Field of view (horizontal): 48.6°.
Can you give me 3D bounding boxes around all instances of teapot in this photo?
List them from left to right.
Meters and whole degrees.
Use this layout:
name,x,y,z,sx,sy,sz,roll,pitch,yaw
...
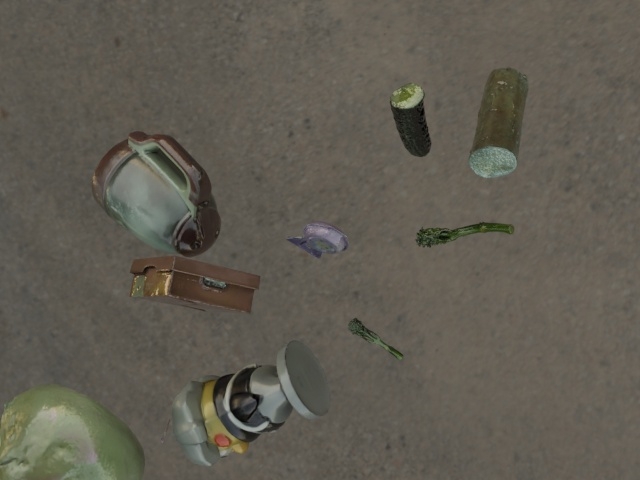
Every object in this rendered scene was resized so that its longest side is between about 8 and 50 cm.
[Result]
name,x,y,z,sx,sy,sz,roll,pitch,yaw
teapot,-0.372,-0.118,1.732,0.312,0.233,0.315,37,138,23

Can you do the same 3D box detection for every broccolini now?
name,x,y,z,sx,sy,sz,roll,pitch,yaw
broccolini,0.115,0.204,1.468,0.140,0.035,0.030,34,103,-19
broccolini,0.316,-0.016,1.558,0.239,0.051,0.054,-8,106,41

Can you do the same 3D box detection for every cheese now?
name,x,y,z,sx,sy,sz,roll,pitch,yaw
cheese,0.000,0.000,1.539,0.105,0.042,0.191,31,159,-14

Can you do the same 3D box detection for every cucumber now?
name,x,y,z,sx,sy,sz,roll,pitch,yaw
cucumber,0.160,-0.198,1.214,0.058,0.214,0.052,16,77,19

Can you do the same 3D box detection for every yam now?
name,x,y,z,sx,sy,sz,roll,pitch,yaw
yam,0.348,-0.234,1.369,0.093,0.259,0.093,12,143,9

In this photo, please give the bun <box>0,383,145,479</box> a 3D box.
name,x,y,z,sx,sy,sz,roll,pitch,yaw
bun,-0.458,0.394,1.254,0.283,0.179,0.283,15,136,14

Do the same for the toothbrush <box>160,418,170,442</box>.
name,x,y,z,sx,sy,sz,roll,pitch,yaw
toothbrush,-0.380,0.465,1.740,0.006,0.097,0.008,-34,105,9

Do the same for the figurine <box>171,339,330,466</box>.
name,x,y,z,sx,sy,sz,roll,pitch,yaw
figurine,-0.110,0.247,1.080,0.236,0.176,0.133,-27,78,18

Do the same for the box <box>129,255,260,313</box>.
name,x,y,z,sx,sy,sz,roll,pitch,yaw
box,-0.276,0.099,1.536,0.215,0.215,0.086,-5,73,52
